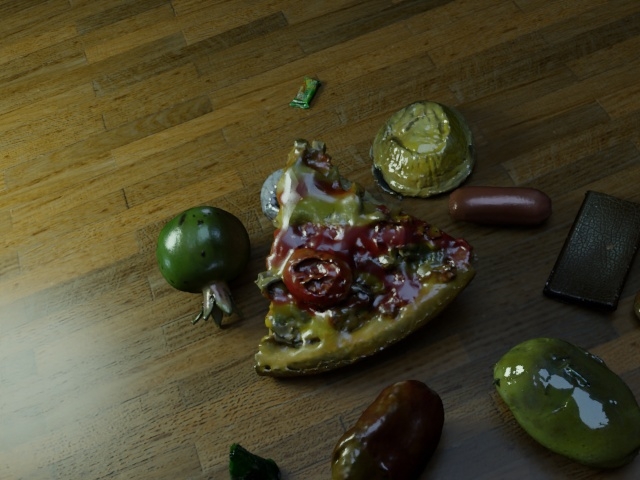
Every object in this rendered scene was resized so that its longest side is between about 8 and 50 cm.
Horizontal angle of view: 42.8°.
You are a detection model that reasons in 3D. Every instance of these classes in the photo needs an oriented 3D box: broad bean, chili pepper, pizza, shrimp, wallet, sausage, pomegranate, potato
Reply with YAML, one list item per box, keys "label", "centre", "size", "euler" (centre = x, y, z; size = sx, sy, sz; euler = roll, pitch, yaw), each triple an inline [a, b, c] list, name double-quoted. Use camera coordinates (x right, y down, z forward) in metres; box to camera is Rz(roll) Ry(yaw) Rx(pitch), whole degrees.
- label: "broad bean"
  centre: [0.106, 0.323, 1.285]
  size: [0.122, 0.156, 0.228]
  euler: [27, 58, 30]
- label: "chili pepper"
  centre: [-0.109, 0.352, 1.262]
  size: [0.059, 0.227, 0.088]
  euler: [-10, 59, 4]
- label: "pizza"
  centre: [0.013, 0.011, 1.425]
  size: [0.440, 0.130, 0.406]
  euler: [-29, 81, 9]
- label: "shrimp"
  centre: [0.004, -0.005, 1.552]
  size: [0.145, 0.116, 0.343]
  euler: [-34, 68, -16]
- label: "wallet"
  centre: [0.510, 0.017, 1.487]
  size: [0.133, 0.039, 0.243]
  euler: [14, 58, 30]
- label: "sausage"
  centre: [0.343, -0.067, 1.560]
  size: [0.194, 0.077, 0.077]
  euler: [2, 56, 12]
- label: "pomegranate"
  centre: [-0.212, 0.049, 1.538]
  size: [0.181, 0.181, 0.224]
  euler: [-19, 75, -3]
- label: "potato"
  centre: [0.393, 0.251, 1.286]
  size: [0.169, 0.143, 0.248]
  euler: [-44, 59, -11]

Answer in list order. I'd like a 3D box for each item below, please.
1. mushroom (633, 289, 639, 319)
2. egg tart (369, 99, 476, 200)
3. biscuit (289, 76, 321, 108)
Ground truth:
- label: "mushroom"
  centre: [0.598, 0.092, 1.394]
  size: [0.088, 0.073, 0.129]
  euler: [41, 105, 45]
- label: "egg tart"
  centre: [0.209, -0.200, 1.670]
  size: [0.232, 0.098, 0.252]
  euler: [21, 66, 27]
- label: "biscuit"
  centre: [-0.032, -0.336, 1.853]
  size: [0.046, 0.016, 0.089]
  euler: [15, 60, 21]
